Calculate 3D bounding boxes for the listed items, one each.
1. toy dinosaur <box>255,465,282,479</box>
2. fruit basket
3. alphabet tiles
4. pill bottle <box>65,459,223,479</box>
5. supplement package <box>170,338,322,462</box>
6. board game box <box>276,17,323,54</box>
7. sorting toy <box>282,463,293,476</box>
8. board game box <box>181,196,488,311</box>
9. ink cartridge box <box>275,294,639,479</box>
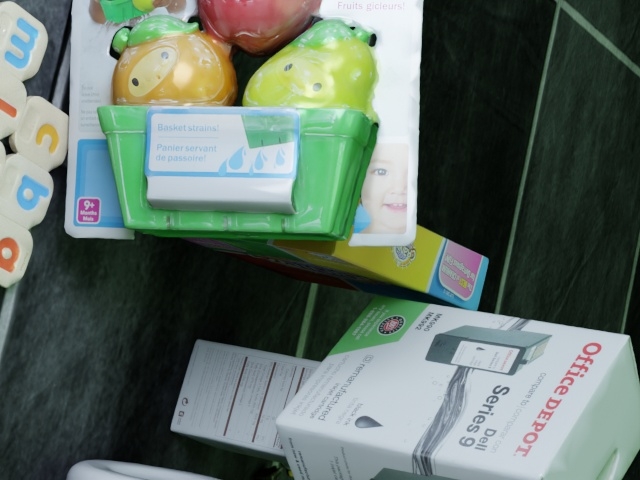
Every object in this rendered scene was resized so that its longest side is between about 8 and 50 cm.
[{"bbox_3d":[-0.043,0.357,1.755,0.313,0.121,0.160,-44,118,-50],"label":"toy dinosaur"},{"bbox_3d":[-0.071,-0.173,1.384,0.165,0.327,0.353,-15,107,-79],"label":"fruit basket"},{"bbox_3d":[-0.320,-0.082,1.316,0.278,0.021,0.284,36,66,-54],"label":"alphabet tiles"},{"bbox_3d":[-0.177,0.388,1.485,0.188,0.188,0.334,15,84,-57],"label":"pill bottle"},{"bbox_3d":[-0.048,0.177,1.649,0.105,0.179,0.105,34,68,-55],"label":"supplement package"},{"bbox_3d":[-0.003,-0.239,1.767,0.133,0.033,0.169,-43,130,-45],"label":"board game box"},{"bbox_3d":[-0.007,0.253,1.826,0.083,0.075,0.045,53,53,-47],"label":"sorting toy"},{"bbox_3d":[0.000,0.000,1.630,0.316,0.242,0.064,22,79,-56],"label":"board game box"},{"bbox_3d":[0.139,0.174,1.501,0.211,0.289,0.121,-49,134,-40],"label":"ink cartridge box"}]
